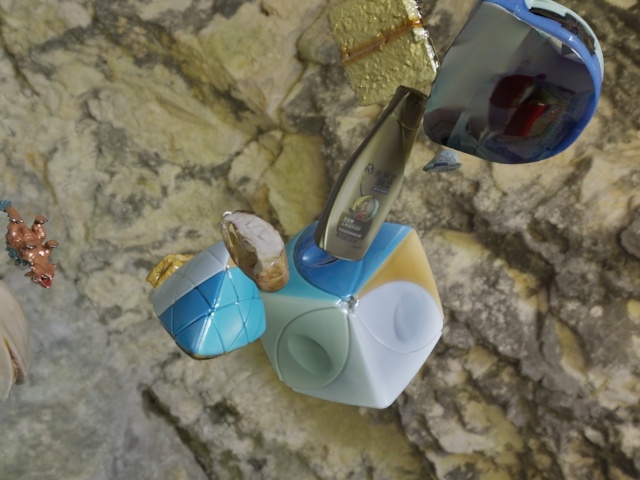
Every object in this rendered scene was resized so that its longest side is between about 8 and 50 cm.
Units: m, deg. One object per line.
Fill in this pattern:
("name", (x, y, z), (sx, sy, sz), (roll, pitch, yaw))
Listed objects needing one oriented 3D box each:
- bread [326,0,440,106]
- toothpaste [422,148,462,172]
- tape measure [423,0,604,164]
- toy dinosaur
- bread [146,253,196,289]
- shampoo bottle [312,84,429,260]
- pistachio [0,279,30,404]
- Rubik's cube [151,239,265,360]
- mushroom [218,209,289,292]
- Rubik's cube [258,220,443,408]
("bread", (0.191, -0.476, 1.604), (0.236, 0.198, 0.264), (-19, -88, 50))
("toothpaste", (0.267, -0.167, 1.430), (0.069, 0.047, 0.268), (24, 14, 8))
("tape measure", (0.320, -0.262, 1.092), (0.262, 0.138, 0.259), (22, -43, -1))
("toy dinosaur", (-0.363, 0.000, 0.830), (0.154, 0.049, 0.055), (49, -58, 27))
("bread", (-0.375, 0.092, 1.833), (0.083, 0.114, 0.211), (50, 16, 17))
("shampoo bottle", (0.104, -0.129, 1.295), (0.350, 0.125, 0.084), (-63, -149, 18))
("pistachio", (-0.632, 0.191, 1.280), (0.197, 0.166, 0.288), (24, -44, 26))
("Rubik's cube", (-0.185, 0.116, 1.385), (0.254, 0.254, 0.254), (44, -26, 29))
("mushroom", (-0.099, 0.021, 1.068), (0.210, 0.072, 0.094), (-143, -135, -57))
("Rubik's cube", (0.068, 0.171, 1.673), (0.351, 0.352, 0.347), (2, -56, 36))
